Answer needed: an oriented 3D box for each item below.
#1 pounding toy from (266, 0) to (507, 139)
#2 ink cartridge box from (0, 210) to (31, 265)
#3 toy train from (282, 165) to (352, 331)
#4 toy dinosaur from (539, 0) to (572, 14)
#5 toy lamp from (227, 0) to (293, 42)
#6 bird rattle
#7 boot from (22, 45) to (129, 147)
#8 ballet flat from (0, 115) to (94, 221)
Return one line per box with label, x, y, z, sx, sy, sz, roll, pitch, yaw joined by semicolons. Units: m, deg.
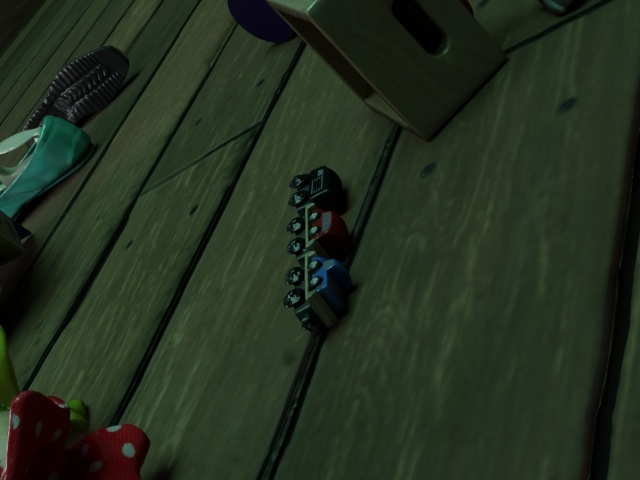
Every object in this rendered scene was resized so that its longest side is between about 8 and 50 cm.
pounding toy;0.039;-0.151;0.623;0.100;0.141;0.130;-46;24;1
ink cartridge box;-0.466;0.046;1.038;0.304;0.072;0.307;-29;-18;-3
toy train;0.000;0.000;0.601;0.036;0.027;0.158;-27;29;16
toy dinosaur;0.163;-0.281;0.536;0.160;0.121;0.313;35;105;59
toy lamp;0.006;-0.317;1.016;0.080;0.080;0.274;-7;48;55
bird rattle;-0.192;0.167;0.603;0.253;0.143;0.207;31;91;52
boot;-0.334;-0.223;1.442;0.198;0.077;0.137;-35;22;24
ballet flat;-0.393;-0.072;1.281;0.247;0.087;0.083;-39;26;18
